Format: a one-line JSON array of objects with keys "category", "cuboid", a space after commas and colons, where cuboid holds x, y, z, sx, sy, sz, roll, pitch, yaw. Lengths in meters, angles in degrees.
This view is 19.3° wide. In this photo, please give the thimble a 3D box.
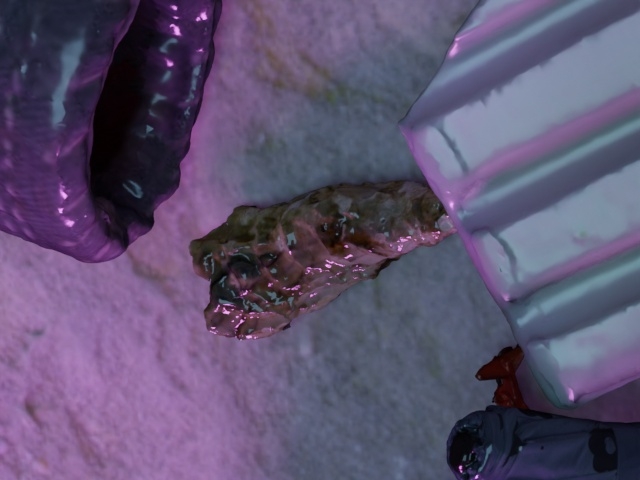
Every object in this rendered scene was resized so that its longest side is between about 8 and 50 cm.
[{"category": "thimble", "cuboid": [-0.168, -0.115, 1.138, 0.172, 0.205, 0.236, 20, 139, 17]}]

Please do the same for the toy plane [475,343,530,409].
[{"category": "toy plane", "cuboid": [0.162, 0.160, 1.157, 0.194, 0.126, 0.077, 33, 139, 5]}]

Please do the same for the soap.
[{"category": "soap", "cuboid": [0.268, -0.121, 1.017, 0.446, 0.156, 0.261, -28, 94, 22]}]

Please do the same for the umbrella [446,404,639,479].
[{"category": "umbrella", "cuboid": [0.184, 0.127, 1.093, 0.250, 0.052, 0.053, 7, 105, -28]}]

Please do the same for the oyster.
[{"category": "oyster", "cuboid": [0.000, 0.000, 1.183, 0.200, 0.061, 0.106, -39, 89, 22]}]
